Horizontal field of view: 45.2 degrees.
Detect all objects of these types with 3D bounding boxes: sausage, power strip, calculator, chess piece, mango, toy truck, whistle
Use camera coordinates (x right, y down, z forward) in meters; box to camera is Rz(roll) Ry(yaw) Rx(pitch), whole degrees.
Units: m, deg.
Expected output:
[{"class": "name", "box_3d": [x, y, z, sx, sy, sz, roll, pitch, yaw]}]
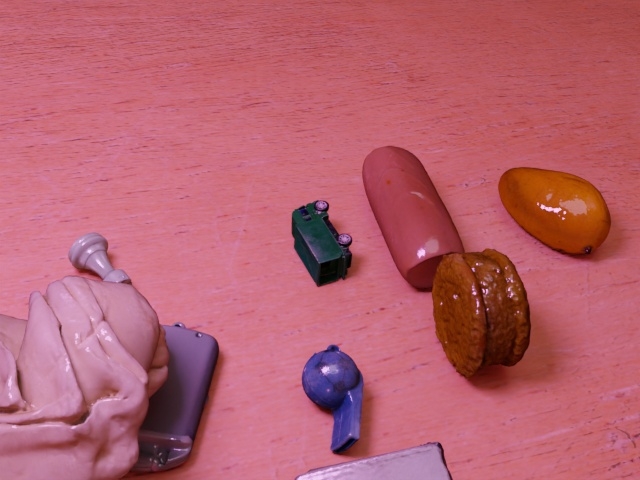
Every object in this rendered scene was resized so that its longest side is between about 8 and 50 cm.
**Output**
[{"class": "sausage", "box_3d": [0.156, -0.051, 1.351, 0.121, 0.121, 0.304, -4, 44, -13]}, {"class": "power strip", "box_3d": [0.081, 0.364, 0.914, 0.198, 0.064, 0.213, -11, 60, -2]}, {"class": "calculator", "box_3d": [-0.225, 0.206, 1.065, 0.141, 0.045, 0.246, 8, 43, 1]}, {"class": "chess piece", "box_3d": [-0.345, 0.043, 1.218, 0.067, 0.067, 0.103, -32, 64, -35]}, {"class": "mango", "box_3d": [0.431, -0.066, 1.422, 0.147, 0.109, 0.227, -42, 59, -12]}, {"class": "toy truck", "box_3d": [0.000, 0.000, 1.313, 0.079, 0.065, 0.147, -15, 48, -19]}, {"class": "whistle", "box_3d": [0.013, 0.208, 1.073, 0.090, 0.090, 0.158, 9, 43, 1]}]

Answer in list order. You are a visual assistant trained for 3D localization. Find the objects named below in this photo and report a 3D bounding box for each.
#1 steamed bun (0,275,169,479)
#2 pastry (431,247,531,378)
[{"class": "steamed bun", "box_3d": [-0.321, 0.163, 0.919, 0.289, 0.203, 0.276, -46, 31, -14]}, {"class": "pastry", "box_3d": [0.240, 0.106, 1.156, 0.103, 0.189, 0.189, -7, 44, -11]}]
